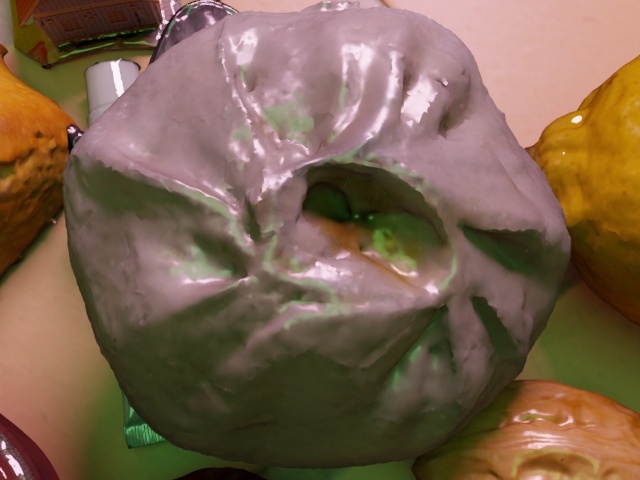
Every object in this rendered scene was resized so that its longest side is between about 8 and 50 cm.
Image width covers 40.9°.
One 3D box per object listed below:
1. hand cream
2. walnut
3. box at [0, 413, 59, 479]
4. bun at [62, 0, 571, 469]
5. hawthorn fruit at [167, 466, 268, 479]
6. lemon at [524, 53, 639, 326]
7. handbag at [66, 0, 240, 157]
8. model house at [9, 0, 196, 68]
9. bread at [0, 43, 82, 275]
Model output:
[{"bbox_3d":[-0.153,0.004,0.737,0.085,0.058,0.331,-10,78,-13],"label":"hand cream"},{"bbox_3d":[0.173,0.187,0.656,0.207,0.159,0.159,8,78,1],"label":"walnut"},{"bbox_3d":[-0.326,0.282,0.586,0.263,0.108,0.403,25,97,23],"label":"box"},{"bbox_3d":[-0.004,0.005,0.587,0.355,0.194,0.354,0,93,-9],"label":"bun"},{"bbox_3d":[-0.079,0.280,0.580,0.230,0.266,0.210,4,92,3],"label":"hawthorn fruit"},{"bbox_3d":[0.337,-0.036,0.653,0.316,0.285,0.285,32,78,32],"label":"lemon"},{"bbox_3d":[-0.031,-0.054,0.720,0.332,0.075,0.191,33,80,-8],"label":"handbag"},{"bbox_3d":[-0.205,-0.288,0.761,0.208,0.136,0.219,-10,78,-1],"label":"model house"},{"bbox_3d":[-0.351,-0.028,0.682,0.194,0.179,0.340,37,80,6],"label":"bread"}]
